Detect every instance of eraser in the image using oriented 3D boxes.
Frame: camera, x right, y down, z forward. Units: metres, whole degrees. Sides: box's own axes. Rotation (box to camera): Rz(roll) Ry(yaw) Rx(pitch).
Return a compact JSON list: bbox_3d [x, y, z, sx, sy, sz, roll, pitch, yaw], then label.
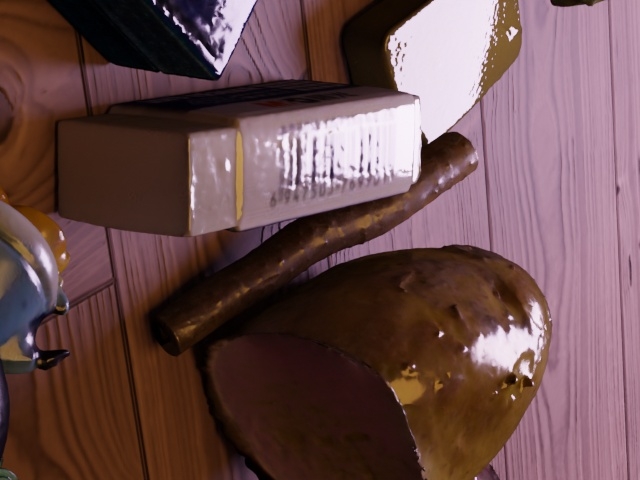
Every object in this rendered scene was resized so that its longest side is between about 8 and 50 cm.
[{"bbox_3d":[-0.051,-0.064,1.347,0.279,0.124,0.081,-14,110,-53],"label":"eraser"}]

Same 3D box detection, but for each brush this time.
[{"bbox_3d":[0.099,-0.169,1.587,0.197,0.059,0.123,-44,135,-38],"label":"brush"}]

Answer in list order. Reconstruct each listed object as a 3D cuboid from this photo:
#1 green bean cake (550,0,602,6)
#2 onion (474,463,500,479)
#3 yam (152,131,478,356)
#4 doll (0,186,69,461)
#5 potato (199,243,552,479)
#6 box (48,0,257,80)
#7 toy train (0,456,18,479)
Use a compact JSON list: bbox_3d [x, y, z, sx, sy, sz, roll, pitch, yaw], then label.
[{"bbox_3d":[0.187,-0.330,1.551,0.236,0.124,0.233,42,37,-51],"label":"green bean cake"},{"bbox_3d":[0.053,0.294,1.596,0.250,0.111,0.247,-21,120,-48],"label":"onion"},{"bbox_3d":[0.000,0.000,1.461,0.327,0.045,0.045,-32,118,-33],"label":"yam"},{"bbox_3d":[-0.255,0.094,1.092,0.177,0.141,0.314,35,50,-10],"label":"doll"},{"bbox_3d":[0.071,0.093,1.487,0.266,0.229,0.229,-44,132,-43],"label":"potato"},{"bbox_3d":[-0.116,-0.288,1.213,0.279,0.116,0.261,47,61,-51],"label":"box"},{"bbox_3d":[-0.250,0.202,1.192,0.099,0.070,0.172,7,94,-46],"label":"toy train"}]
